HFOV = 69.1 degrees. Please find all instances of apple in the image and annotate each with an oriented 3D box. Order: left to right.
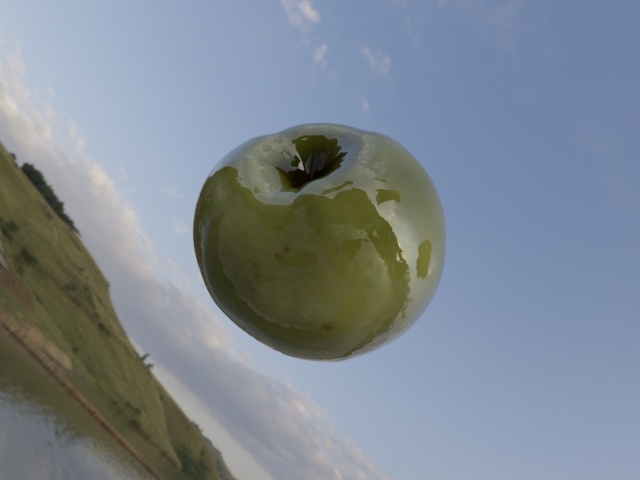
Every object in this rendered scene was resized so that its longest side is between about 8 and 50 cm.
[{"bbox_3d":[0.000,0.000,0.504,0.262,0.262,0.262,32,-32,23],"label":"apple"}]
